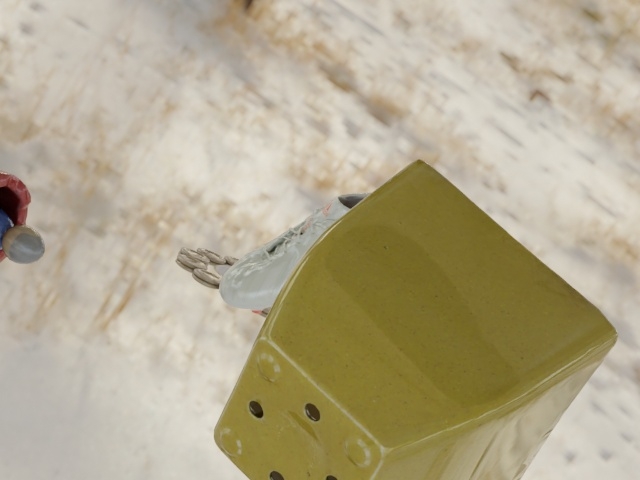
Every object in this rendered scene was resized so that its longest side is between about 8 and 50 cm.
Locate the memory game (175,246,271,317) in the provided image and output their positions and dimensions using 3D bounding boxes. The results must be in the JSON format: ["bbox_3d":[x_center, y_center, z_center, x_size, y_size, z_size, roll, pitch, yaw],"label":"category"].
[{"bbox_3d":[-0.075,0.053,1.702,0.186,0.012,0.186,25,9,-4],"label":"memory game"}]

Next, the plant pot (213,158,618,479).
[{"bbox_3d":[0.017,0.042,0.440,0.081,0.081,0.083,42,44,19],"label":"plant pot"}]

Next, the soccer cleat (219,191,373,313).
[{"bbox_3d":[0.000,0.000,1.340,0.196,0.076,0.068,-21,46,-13],"label":"soccer cleat"}]

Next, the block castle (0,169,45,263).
[{"bbox_3d":[-0.386,-0.037,1.031,0.213,0.303,0.453,23,-21,26],"label":"block castle"}]
